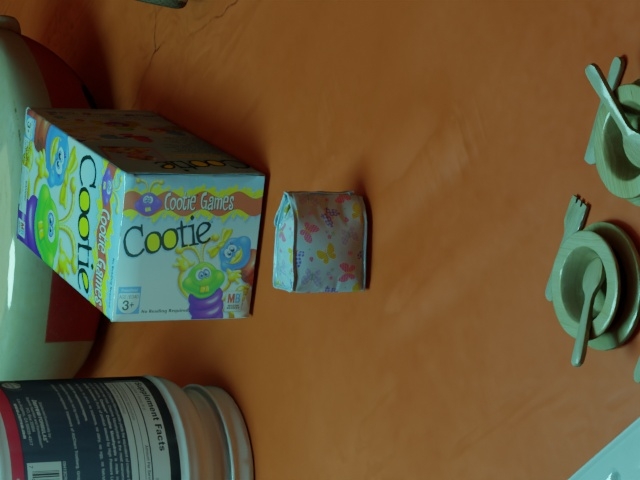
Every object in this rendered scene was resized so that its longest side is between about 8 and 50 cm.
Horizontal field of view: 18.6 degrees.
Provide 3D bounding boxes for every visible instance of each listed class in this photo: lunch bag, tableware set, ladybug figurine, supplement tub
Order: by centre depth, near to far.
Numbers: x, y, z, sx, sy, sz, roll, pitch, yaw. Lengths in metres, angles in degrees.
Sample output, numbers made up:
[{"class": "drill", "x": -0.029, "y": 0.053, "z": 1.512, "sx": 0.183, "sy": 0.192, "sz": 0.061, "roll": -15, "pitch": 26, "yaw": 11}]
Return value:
[{"class": "tableware set", "x": 0.191, "y": -0.017, "z": 1.297, "sx": 0.128, "sy": 0.039, "sz": 0.194, "roll": 46, "pitch": 130, "yaw": 52}, {"class": "lunch bag", "x": 0.000, "y": 0.000, "z": 1.624, "sx": 0.053, "sy": 0.071, "sz": 0.083, "roll": -162, "pitch": 72, "yaw": -65}, {"class": "supplement tub", "x": -0.220, "y": 0.223, "z": 1.821, "sx": 0.191, "sy": 0.272, "sz": 0.191, "roll": -2, "pitch": 88, "yaw": 62}, {"class": "ladybug figurine", "x": -0.330, "y": -0.022, "z": 2.148, "sx": 0.305, "sy": 0.162, "sz": 0.449, "roll": 11, "pitch": 100, "yaw": 62}]

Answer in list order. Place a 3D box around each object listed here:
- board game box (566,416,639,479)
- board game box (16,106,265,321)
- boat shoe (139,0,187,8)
[{"class": "board game box", "x": 0.249, "y": 0.300, "z": 1.174, "sx": 0.390, "sy": 0.050, "sz": 0.390, "roll": -52, "pitch": 45, "yaw": 49}, {"class": "board game box", "x": -0.180, "y": -0.030, "z": 1.884, "sx": 0.275, "sy": 0.144, "sz": 0.142, "roll": 31, "pitch": 118, "yaw": 59}, {"class": "boat shoe", "x": -0.192, "y": -0.312, "z": 1.967, "sx": 0.257, "sy": 0.095, "sz": 0.095, "roll": 44, "pitch": 122, "yaw": 54}]
